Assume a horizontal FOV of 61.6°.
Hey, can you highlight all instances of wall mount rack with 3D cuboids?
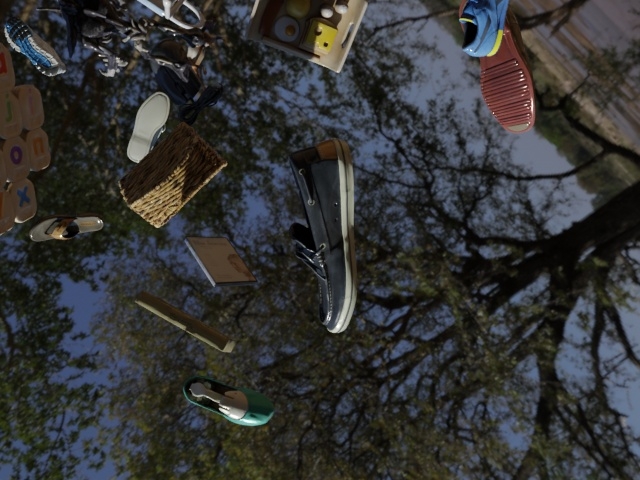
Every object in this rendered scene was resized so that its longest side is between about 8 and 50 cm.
[{"bbox_3d":[-0.421,-0.623,1.245,0.350,0.130,0.304,29,-139,-17],"label":"wall mount rack"}]

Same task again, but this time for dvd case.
[{"bbox_3d":[-0.354,0.071,1.909,0.180,0.022,0.253,0,-142,-45],"label":"dvd case"}]

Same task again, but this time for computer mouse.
[{"bbox_3d":[-0.444,-0.513,1.673,0.272,0.188,0.072,55,-159,2],"label":"computer mouse"}]

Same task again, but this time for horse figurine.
[{"bbox_3d":[-0.412,-0.636,1.824,0.174,0.263,0.066,37,-161,34],"label":"horse figurine"}]

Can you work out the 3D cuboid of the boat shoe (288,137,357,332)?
[{"bbox_3d":[0.000,0.000,1.330,0.156,0.500,0.187,-7,-158,-11],"label":"boat shoe"}]

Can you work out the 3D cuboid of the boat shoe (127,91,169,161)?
[{"bbox_3d":[-0.575,-0.385,1.811,0.095,0.254,0.079,20,-162,-14],"label":"boat shoe"}]

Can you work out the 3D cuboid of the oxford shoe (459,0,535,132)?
[{"bbox_3d":[0.441,-0.425,1.254,0.130,0.123,0.348,-44,-60,-38],"label":"oxford shoe"}]

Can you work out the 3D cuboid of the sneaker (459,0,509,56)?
[{"bbox_3d":[0.330,-0.483,1.086,0.082,0.209,0.069,0,-166,-24],"label":"sneaker"}]

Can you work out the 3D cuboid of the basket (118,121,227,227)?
[{"bbox_3d":[-0.425,-0.170,1.654,0.223,0.299,0.213,48,179,-43],"label":"basket"}]

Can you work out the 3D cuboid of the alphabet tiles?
[{"bbox_3d":[-0.496,-0.138,0.787,0.021,0.278,0.284,7,-155,6],"label":"alphabet tiles"}]

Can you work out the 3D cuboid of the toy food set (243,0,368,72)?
[{"bbox_3d":[-0.041,-0.628,1.522,0.306,0.219,0.092,13,-154,-23],"label":"toy food set"}]

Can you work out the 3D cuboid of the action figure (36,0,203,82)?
[{"bbox_3d":[-0.369,-0.383,0.988,0.276,0.164,0.141,13,179,-32],"label":"action figure"}]

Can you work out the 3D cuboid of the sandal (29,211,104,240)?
[{"bbox_3d":[-0.789,-0.034,1.679,0.219,0.090,0.060,-8,-135,-26],"label":"sandal"}]

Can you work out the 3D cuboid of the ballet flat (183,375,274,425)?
[{"bbox_3d":[-0.227,0.375,1.256,0.087,0.247,0.083,31,-109,-57],"label":"ballet flat"}]

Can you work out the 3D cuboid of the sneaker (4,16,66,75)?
[{"bbox_3d":[-0.792,-0.536,1.498,0.190,0.071,0.083,50,-168,-10],"label":"sneaker"}]

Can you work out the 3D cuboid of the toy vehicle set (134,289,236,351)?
[{"bbox_3d":[-0.359,0.223,1.457,0.267,0.035,0.166,28,168,5],"label":"toy vehicle set"}]
